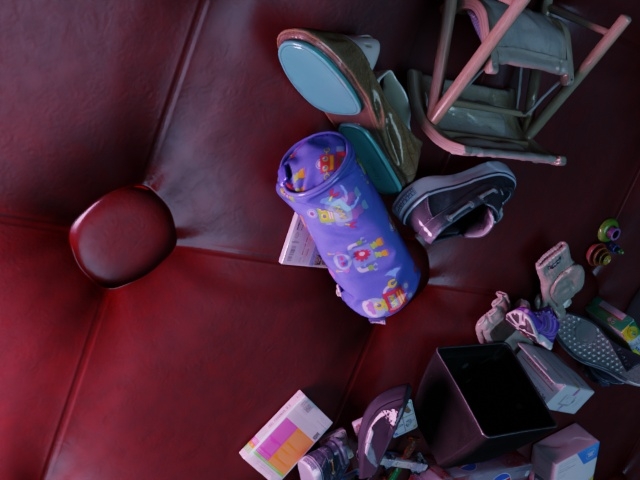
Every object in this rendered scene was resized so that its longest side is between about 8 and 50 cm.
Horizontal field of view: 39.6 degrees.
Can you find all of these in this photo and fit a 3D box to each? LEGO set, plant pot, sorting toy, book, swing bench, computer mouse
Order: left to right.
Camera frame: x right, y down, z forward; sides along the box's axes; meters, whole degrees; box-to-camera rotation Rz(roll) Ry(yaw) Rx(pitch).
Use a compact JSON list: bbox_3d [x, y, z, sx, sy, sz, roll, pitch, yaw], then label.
[{"bbox_3d":[-0.057,0.332,1.499,0.144,0.035,0.096,-45,129,-7],"label":"book"},{"bbox_3d":[0.075,0.365,1.502,0.184,0.060,0.262,-51,163,-65],"label":"computer mouse"},{"bbox_3d":[0.102,0.401,1.654,0.182,0.060,0.244,-23,126,-8],"label":"LEGO set"},{"bbox_3d":[0.279,0.314,1.621,0.187,0.188,0.167,0,137,-35],"label":"plant pot"},{"bbox_3d":[0.277,-0.254,1.306,0.253,0.165,0.255,1,118,-43],"label":"swing bench"},{"bbox_3d":[0.568,0.010,1.746,0.061,0.042,0.102,18,104,-40],"label":"sorting toy"}]

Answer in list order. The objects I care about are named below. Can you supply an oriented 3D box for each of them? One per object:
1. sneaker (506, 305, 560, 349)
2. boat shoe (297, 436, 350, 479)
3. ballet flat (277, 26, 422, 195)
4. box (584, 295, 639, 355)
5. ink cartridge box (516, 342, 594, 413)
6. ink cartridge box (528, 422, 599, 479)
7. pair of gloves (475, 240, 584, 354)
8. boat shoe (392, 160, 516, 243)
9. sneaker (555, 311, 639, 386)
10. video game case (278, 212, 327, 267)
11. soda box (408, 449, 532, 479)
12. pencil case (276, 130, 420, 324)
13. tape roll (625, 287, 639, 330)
[{"bbox_3d":[0.398,0.147,1.645,0.071,0.068,0.170,-59,146,-1],"label":"sneaker"},{"bbox_3d":[0.011,0.421,1.561,0.083,0.065,0.183,-31,143,-26],"label":"boat shoe"},{"bbox_3d":[0.058,-0.205,1.239,0.342,0.116,0.124,48,63,-42],"label":"ballet flat"},{"bbox_3d":[0.627,0.198,1.851,0.043,0.105,0.179,-44,132,-5],"label":"box"},{"bbox_3d":[0.438,0.268,1.725,0.067,0.115,0.198,-50,143,14],"label":"ink cartridge box"},{"bbox_3d":[0.541,0.540,2.000,0.134,0.078,0.231,-19,125,-25],"label":"ink cartridge box"},{"bbox_3d":[0.399,0.121,1.688,0.240,0.042,0.204,-44,138,2],"label":"pair of gloves"},{"bbox_3d":[0.236,-0.051,1.394,0.301,0.102,0.108,-11,144,-51],"label":"boat shoe"},{"bbox_3d":[0.552,0.228,1.832,0.226,0.163,0.086,34,82,-1],"label":"sneaker"},{"bbox_3d":[0.000,0.000,1.366,0.122,0.011,0.087,7,110,-37],"label":"video game case"},{"bbox_3d":[0.301,0.481,1.796,0.263,0.083,0.092,2,112,-35],"label":"soda box"},{"bbox_3d":[0.042,-0.014,1.302,0.133,0.119,0.306,-24,129,8],"label":"pencil case"},{"bbox_3d":[0.764,0.169,1.953,0.219,0.072,0.219,-17,124,-27],"label":"tape roll"}]
